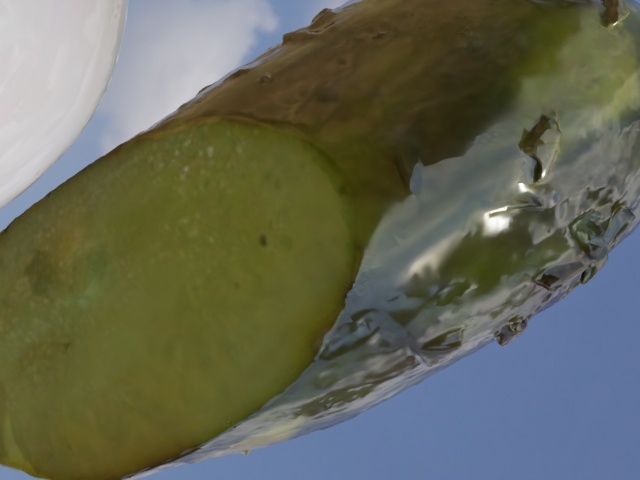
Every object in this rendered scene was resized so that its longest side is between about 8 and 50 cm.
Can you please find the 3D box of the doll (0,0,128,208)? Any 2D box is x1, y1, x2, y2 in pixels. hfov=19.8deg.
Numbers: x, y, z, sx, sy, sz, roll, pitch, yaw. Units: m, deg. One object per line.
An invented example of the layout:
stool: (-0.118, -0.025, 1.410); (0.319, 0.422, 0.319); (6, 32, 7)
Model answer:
doll: (-0.134, -0.020, 0.380); (0.221, 0.221, 0.251); (-48, -151, 25)

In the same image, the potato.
potato: (0.000, 0.000, 0.680); (0.298, 0.141, 0.176); (-33, 163, 3)
